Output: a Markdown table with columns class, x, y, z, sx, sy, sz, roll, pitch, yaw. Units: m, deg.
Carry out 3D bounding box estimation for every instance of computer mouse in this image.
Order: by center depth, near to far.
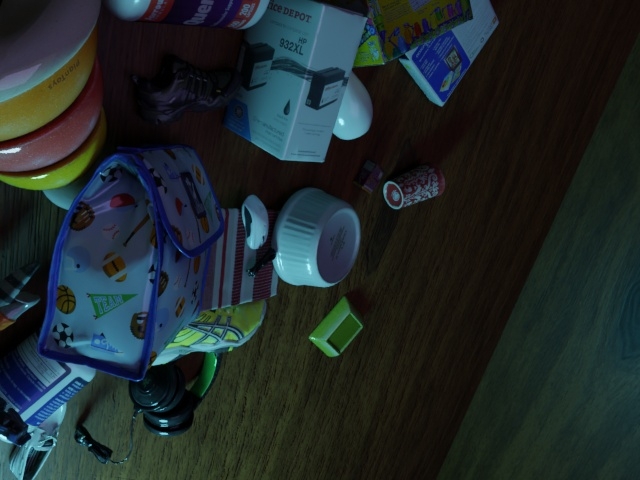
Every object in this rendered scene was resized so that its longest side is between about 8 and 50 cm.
| class | x | y | z | sx | sy | sz | roll | pitch | yaw |
| --- | --- | --- | --- | --- | --- | --- | --- | --- | --- |
| computer mouse | -0.149 | -0.015 | 1.409 | 0.106 | 0.042 | 0.193 | -37 | 128 | -49 |

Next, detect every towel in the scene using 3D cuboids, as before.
| class | x | y | z | sx | sy | sz | roll | pitch | yaw |
| --- | --- | --- | --- | --- | --- | --- | --- | --- | --- |
| towel | -0.198 | 0.039 | 1.417 | 0.329 | 0.037 | 0.237 | -4 | 101 | -59 |

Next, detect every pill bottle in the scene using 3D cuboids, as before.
| class | x | y | z | sx | sy | sz | roll | pitch | yaw |
| --- | --- | --- | --- | --- | --- | --- | --- | --- | --- |
| pill bottle | -0.248 | -0.454 | 0.970 | 0.323 | 0.181 | 0.181 | -14 | 126 | -40 |
| pill bottle | -0.562 | 0.267 | 1.195 | 0.264 | 0.153 | 0.153 | -41 | 140 | -17 |

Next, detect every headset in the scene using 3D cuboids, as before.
| class | x | y | z | sx | sy | sz | roll | pitch | yaw |
| --- | --- | --- | --- | --- | --- | --- | --- | --- | --- |
| headset | -0.422 | 0.389 | 1.483 | 0.394 | 0.185 | 0.243 | -47 | 148 | -35 |

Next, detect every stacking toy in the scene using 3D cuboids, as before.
| class | x | y | z | sx | sy | sz | roll | pitch | yaw |
| --- | --- | --- | --- | --- | --- | --- | --- | --- | --- |
| stacking toy | -0.456 | -0.189 | 0.908 | 0.350 | 0.350 | 0.480 | -38 | 156 | -20 |

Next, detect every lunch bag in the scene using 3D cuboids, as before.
| class | x | y | z | sx | sy | sz | roll | pitch | yaw |
| --- | --- | --- | --- | --- | --- | --- | --- | --- | --- |
| lunch bag | -0.326 | 0.011 | 1.096 | 0.328 | 0.239 | 0.385 | -69 | 171 | -78 |

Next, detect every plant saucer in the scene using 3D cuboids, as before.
| class | x | y | z | sx | sy | sz | roll | pitch | yaw |
| --- | --- | --- | --- | --- | --- | --- | --- | --- | --- |
| plant saucer | 0.069 | 0.303 | 1.977 | 0.188 | 0.045 | 0.188 | -48 | 142 | -8 |

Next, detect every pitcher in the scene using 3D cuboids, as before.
| class | x | y | z | sx | sy | sz | roll | pitch | yaw |
| --- | --- | --- | --- | --- | --- | --- | --- | --- | --- |
| pitcher | 0.030 | -0.341 | 1.411 | 0.178 | 0.125 | 0.207 | -29 | 126 | -9 |

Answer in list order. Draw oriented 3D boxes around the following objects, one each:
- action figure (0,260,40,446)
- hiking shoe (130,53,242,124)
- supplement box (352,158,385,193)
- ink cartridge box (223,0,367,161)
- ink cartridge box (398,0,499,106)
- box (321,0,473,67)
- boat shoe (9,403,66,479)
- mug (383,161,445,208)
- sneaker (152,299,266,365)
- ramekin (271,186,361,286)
| class | x | y | z | sx | sy | sz | roll | pitch | yaw |
| --- | --- | --- | --- | --- | --- | --- | --- | --- | --- |
| action figure | -0.602 | 0.202 | 1.039 | 0.330 | 0.341 | 0.178 | -57 | 177 | 11 |
| hiking shoe | -0.254 | -0.311 | 1.147 | 0.227 | 0.086 | 0.114 | -31 | 139 | -27 |
| supplement box | 0.140 | -0.185 | 1.692 | 0.055 | 0.043 | 0.083 | 28 | 96 | -52 |
| ink cartridge box | -0.062 | -0.346 | 1.212 | 0.129 | 0.223 | 0.307 | -4 | 120 | -44 |
| ink cartridge box | 0.345 | -0.577 | 1.604 | 0.303 | 0.072 | 0.307 | -55 | 140 | 2 |
| box | 0.144 | -0.558 | 1.250 | 0.290 | 0.177 | 0.279 | -33 | 118 | -26 |
| boat shoe | -0.626 | 0.445 | 1.321 | 0.083 | 0.076 | 0.226 | 12 | 108 | -50 |
| mug | 0.289 | -0.151 | 1.823 | 0.169 | 0.113 | 0.150 | -23 | 131 | -30 |
| sneaker | -0.285 | 0.189 | 1.426 | 0.384 | 0.145 | 0.147 | -15 | 137 | -42 |
| ramekin | 0.000 | 0.000 | 1.557 | 0.273 | 0.127 | 0.273 | -25 | 122 | -49 |
